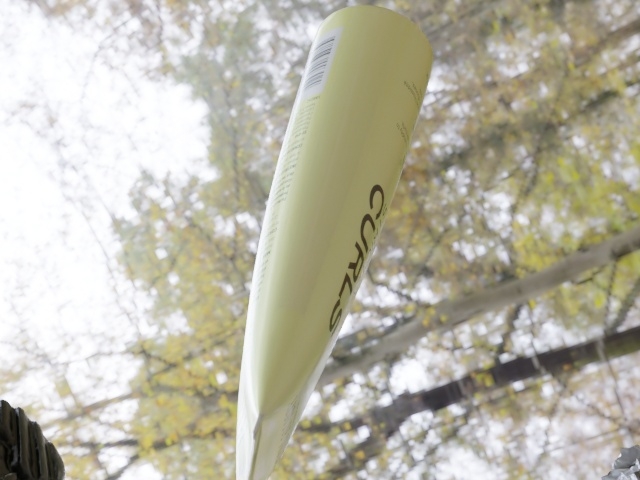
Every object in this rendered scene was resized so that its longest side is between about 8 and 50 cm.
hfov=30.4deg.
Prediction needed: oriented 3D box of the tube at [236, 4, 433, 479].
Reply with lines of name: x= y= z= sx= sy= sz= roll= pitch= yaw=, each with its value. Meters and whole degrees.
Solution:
tube: x=0.000 y=0.000 z=0.517 sx=0.070 sy=0.062 sz=0.240 roll=48 pitch=-135 yaw=-36

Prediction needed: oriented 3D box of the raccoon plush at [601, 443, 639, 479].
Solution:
raccoon plush: x=0.086 y=0.240 z=0.387 sx=0.216 sy=0.299 sz=0.446 roll=48 pitch=-173 yaw=11

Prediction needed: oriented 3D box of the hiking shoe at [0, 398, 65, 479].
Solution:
hiking shoe: x=-0.283 y=0.173 z=0.634 sx=0.304 sy=0.132 sz=0.113 roll=3 pitch=-150 yaw=-43
